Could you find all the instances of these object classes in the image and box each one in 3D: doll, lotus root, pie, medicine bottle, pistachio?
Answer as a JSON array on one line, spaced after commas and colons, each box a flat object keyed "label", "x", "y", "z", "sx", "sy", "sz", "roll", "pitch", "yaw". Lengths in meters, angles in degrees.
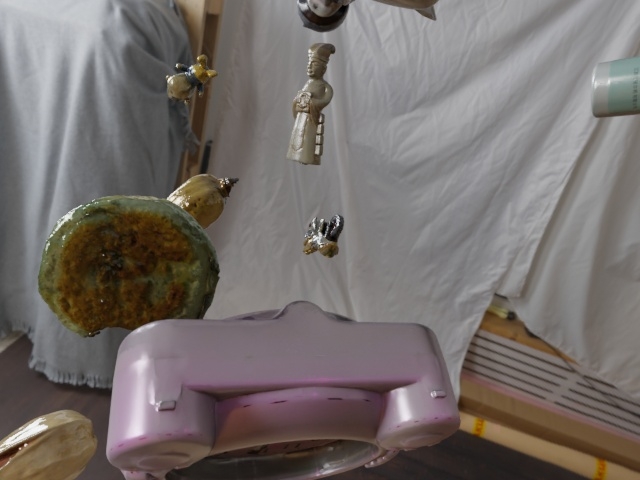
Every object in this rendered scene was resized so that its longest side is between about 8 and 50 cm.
[{"label": "doll", "x": -0.353, "y": -0.422, "z": 1.200, "sx": 0.102, "sy": 0.179, "sz": 0.089, "roll": 54, "pitch": 43, "yaw": -14}, {"label": "lotus root", "x": -0.289, "y": -0.093, "z": 1.088, "sx": 0.125, "sy": 0.221, "sz": 0.118, "roll": 55, "pitch": 1, "yaw": 10}, {"label": "pie", "x": -0.317, "y": 0.060, "z": 0.765, "sx": 0.302, "sy": 0.303, "sz": 0.067, "roll": 10, "pitch": 20, "yaw": -14}, {"label": "medicine bottle", "x": 0.693, "y": -0.293, "z": 0.807, "sx": 0.351, "sy": 0.110, "sz": 0.110, "roll": 4, "pitch": 17, "yaw": 39}, {"label": "pistachio", "x": -0.582, "y": 0.445, "z": 0.922, "sx": 0.229, "sy": 0.157, "sz": 0.157, "roll": -23, "pitch": 48, "yaw": -28}]

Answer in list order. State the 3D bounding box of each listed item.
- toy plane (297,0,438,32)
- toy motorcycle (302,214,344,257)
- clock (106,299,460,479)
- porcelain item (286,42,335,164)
[{"label": "toy plane", "x": -0.019, "y": -0.221, "z": 0.294, "sx": 0.255, "sy": 0.101, "sz": 0.251, "roll": 27, "pitch": 4, "yaw": -6}, {"label": "toy motorcycle", "x": 0.001, "y": 0.000, "z": 1.396, "sx": 0.094, "sy": 0.229, "sz": 0.130, "roll": 15, "pitch": 72, "yaw": -25}, {"label": "clock", "x": -0.052, "y": 0.185, "z": 0.467, "sx": 0.295, "sy": 0.322, "sz": 0.113, "roll": 4, "pitch": 53, "yaw": -18}, {"label": "porcelain item", "x": -0.015, "y": -0.248, "z": 0.818, "sx": 0.084, "sy": 0.213, "sz": 0.054, "roll": 21, "pitch": 18, "yaw": 35}]
